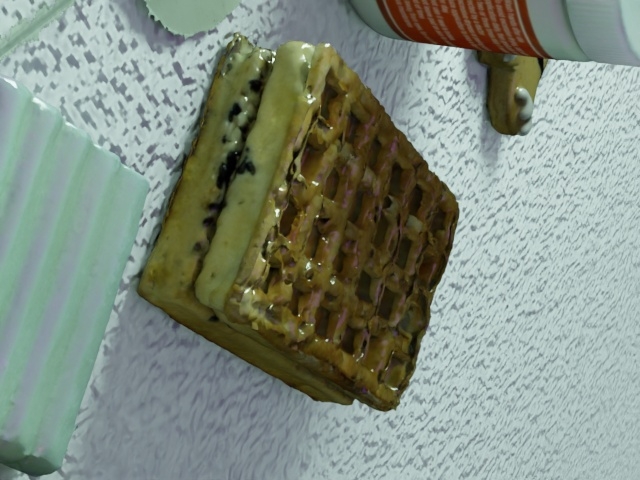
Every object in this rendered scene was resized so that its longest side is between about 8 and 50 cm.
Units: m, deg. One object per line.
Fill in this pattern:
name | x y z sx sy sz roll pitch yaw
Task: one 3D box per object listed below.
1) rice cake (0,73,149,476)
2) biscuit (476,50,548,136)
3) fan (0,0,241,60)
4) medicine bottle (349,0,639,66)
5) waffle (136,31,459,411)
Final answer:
rice cake | -0.178 0.024 0.842 0.189 0.037 0.198 46 60 -57
biscuit | 0.235 -0.265 1.477 0.301 0.049 0.197 -61 149 -31
fan | -0.113 -0.192 0.906 0.329 0.009 0.190 -53 144 -43
medicine bottle | 0.164 -0.273 1.140 0.252 0.241 0.252 -32 128 -53
waffle | 0.001 0.000 1.102 0.308 0.091 0.212 42 63 -58
